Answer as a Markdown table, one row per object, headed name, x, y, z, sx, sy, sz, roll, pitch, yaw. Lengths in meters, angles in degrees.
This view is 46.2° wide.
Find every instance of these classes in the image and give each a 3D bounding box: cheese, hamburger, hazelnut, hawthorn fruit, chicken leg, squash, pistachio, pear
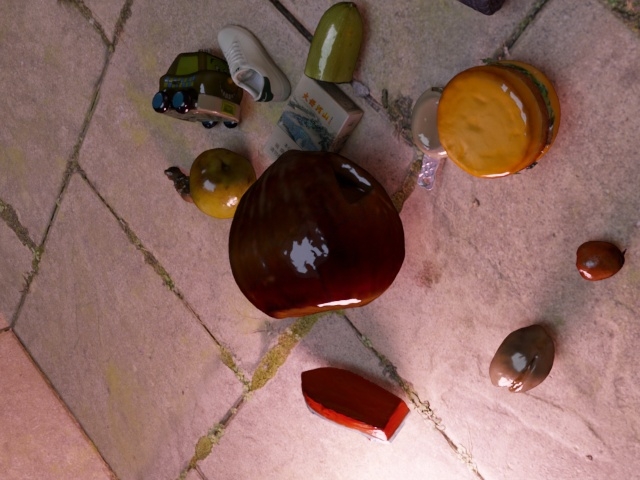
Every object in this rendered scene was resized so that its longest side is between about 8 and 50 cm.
| name | x | y | z | sx | sy | sz | roll | pitch | yaw |
| --- | --- | --- | --- | --- | --- | --- | --- | --- | --- |
| cheese | 0.255 | -0.220 | 1.653 | 0.137 | 0.064 | 0.228 | 28 | 122 | 31 |
| hamburger | 0.358 | -0.245 | 1.487 | 0.246 | 0.170 | 0.246 | 25 | 127 | 39 |
| hazelnut | 0.000 | 0.000 | 1.750 | 0.429 | 0.402 | 0.402 | -25 | 89 | 49 |
| hawthorn fruit | 0.558 | 0.038 | 1.486 | 0.093 | 0.081 | 0.081 | -4 | 103 | 38 |
| chicken leg | -0.397 | -0.166 | 2.202 | 0.198 | 0.085 | 0.069 | 37 | 151 | 40 |
| squash | 0.037 | -0.455 | 1.712 | 0.123 | 0.123 | 0.187 | 34 | 125 | 26 |
| pistachio | 0.440 | 0.264 | 1.643 | 0.124 | 0.124 | 0.185 | 46 | 135 | 17 |
| pear | -0.265 | -0.154 | 2.022 | 0.200 | 0.200 | 0.200 | 15 | 114 | 35 |

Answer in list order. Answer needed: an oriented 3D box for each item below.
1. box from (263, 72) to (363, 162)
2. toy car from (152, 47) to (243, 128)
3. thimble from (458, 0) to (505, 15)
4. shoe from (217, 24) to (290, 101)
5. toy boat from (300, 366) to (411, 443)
| name | x | y | z | sx | sy | sz | roll | pitch | yaw |
| --- | --- | --- | --- | --- | --- | --- | --- | --- | --- |
| box | -0.022 | -0.268 | 1.858 | 0.164 | 0.069 | 0.256 | 46 | 129 | 17 |
| toy car | -0.318 | -0.414 | 1.994 | 0.247 | 0.204 | 0.198 | 9 | 88 | 39 |
| thimble | 0.316 | -0.518 | 1.441 | 0.097 | 0.150 | 0.150 | 33 | 124 | 23 |
| shoe | -0.192 | -0.451 | 1.908 | 0.265 | 0.110 | 0.095 | 46 | 130 | 14 |
| toy boat | 0.076 | 0.437 | 1.992 | 0.331 | 0.145 | 0.133 | 19 | 144 | 34 |
